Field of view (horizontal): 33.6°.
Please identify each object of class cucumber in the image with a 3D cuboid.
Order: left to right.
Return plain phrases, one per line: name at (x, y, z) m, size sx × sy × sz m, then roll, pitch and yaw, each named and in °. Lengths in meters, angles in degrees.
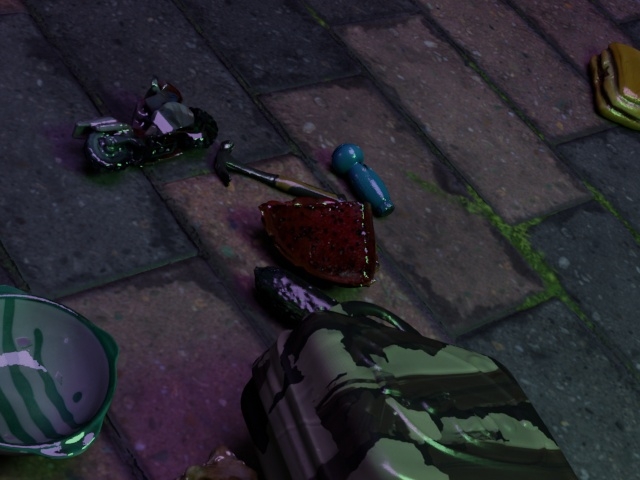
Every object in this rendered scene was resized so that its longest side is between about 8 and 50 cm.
cucumber at (0.017, 0.106, 1.352) m, size 0.245 × 0.067 × 0.067 m, roll 26°, pitch 42°, yaw 0°

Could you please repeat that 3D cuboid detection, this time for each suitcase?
suitcase at (0.087, 0.215, 1.157) m, size 0.351 × 0.194 × 0.339 m, roll 19°, pitch 29°, yaw -37°

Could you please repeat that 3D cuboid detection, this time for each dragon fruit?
dragon fruit at (0.001, 0.000, 1.440) m, size 0.160 × 0.120 × 0.127 m, roll 2°, pitch 87°, yaw 7°

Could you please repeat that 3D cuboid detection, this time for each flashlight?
flashlight at (0.063, -0.089, 1.573) m, size 0.051 × 0.051 × 0.129 m, roll -16°, pitch 63°, yaw -38°

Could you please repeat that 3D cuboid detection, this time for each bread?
bread at (0.587, -0.299, 2.038) m, size 0.115 × 0.077 × 0.200 m, roll 24°, pitch 42°, yaw -17°

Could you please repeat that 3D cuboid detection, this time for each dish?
dish at (-0.331, 0.156, 1.102) m, size 0.246 × 0.078 × 0.224 m, roll -13°, pitch 56°, yaw -37°

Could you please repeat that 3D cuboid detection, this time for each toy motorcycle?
toy motorcycle at (-0.243, -0.161, 1.452) m, size 0.213 × 0.082 × 0.122 m, roll -22°, pitch 63°, yaw -42°

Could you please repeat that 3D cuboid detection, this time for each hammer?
hammer at (-0.057, -0.082, 1.520) m, size 0.200 × 0.021 × 0.078 m, roll 20°, pitch 43°, yaw -8°

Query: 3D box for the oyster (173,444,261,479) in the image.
oyster at (-0.142, 0.357, 1.000) m, size 0.221 × 0.096 × 0.361 m, roll 7°, pitch 46°, yaw -15°
